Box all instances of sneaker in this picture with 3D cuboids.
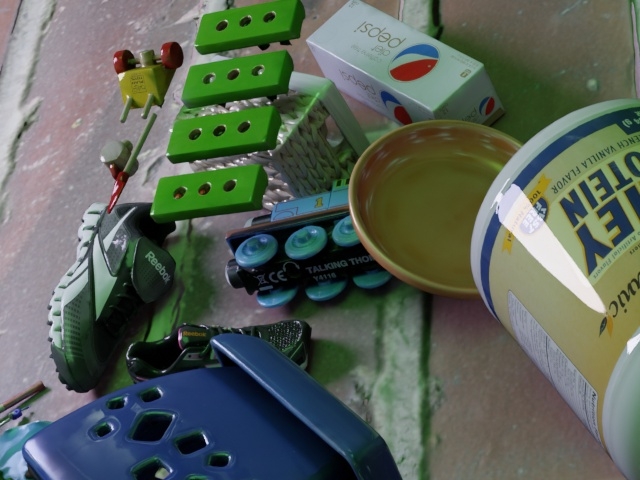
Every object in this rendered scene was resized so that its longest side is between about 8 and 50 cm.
[{"bbox_3d":[-0.195,0.044,1.742,0.106,0.078,0.234,-12,43,22],"label":"sneaker"},{"bbox_3d":[-0.096,0.106,1.626,0.178,0.077,0.072,-19,44,11],"label":"sneaker"}]

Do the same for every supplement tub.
[{"bbox_3d":[0.277,0.058,1.350,0.228,0.228,0.316,-33,42,-3],"label":"supplement tub"}]

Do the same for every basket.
[{"bbox_3d":[-0.053,-0.100,1.777,0.167,0.113,0.103,16,61,40],"label":"basket"}]

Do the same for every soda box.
[{"bbox_3d":[0.083,-0.165,1.796,0.074,0.069,0.216,-42,42,-12],"label":"soda box"}]

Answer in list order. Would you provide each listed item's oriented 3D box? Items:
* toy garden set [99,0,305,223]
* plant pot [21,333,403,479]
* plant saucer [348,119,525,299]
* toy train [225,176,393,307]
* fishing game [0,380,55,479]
[{"bbox_3d":[-0.121,-0.111,1.719,0.203,0.049,0.244,-7,53,26],"label":"toy garden set"},{"bbox_3d":[-0.055,0.223,1.381,0.212,0.236,0.236,-36,41,-15],"label":"plant pot"},{"bbox_3d":[0.122,-0.024,1.607,0.199,0.037,0.200,4,51,-5],"label":"plant saucer"},{"bbox_3d":[0.000,0.000,1.679,0.184,0.080,0.105,-12,37,19],"label":"toy train"},{"bbox_3d":[-0.284,0.234,1.637,0.189,0.041,0.264,-31,41,-5],"label":"fishing game"}]
